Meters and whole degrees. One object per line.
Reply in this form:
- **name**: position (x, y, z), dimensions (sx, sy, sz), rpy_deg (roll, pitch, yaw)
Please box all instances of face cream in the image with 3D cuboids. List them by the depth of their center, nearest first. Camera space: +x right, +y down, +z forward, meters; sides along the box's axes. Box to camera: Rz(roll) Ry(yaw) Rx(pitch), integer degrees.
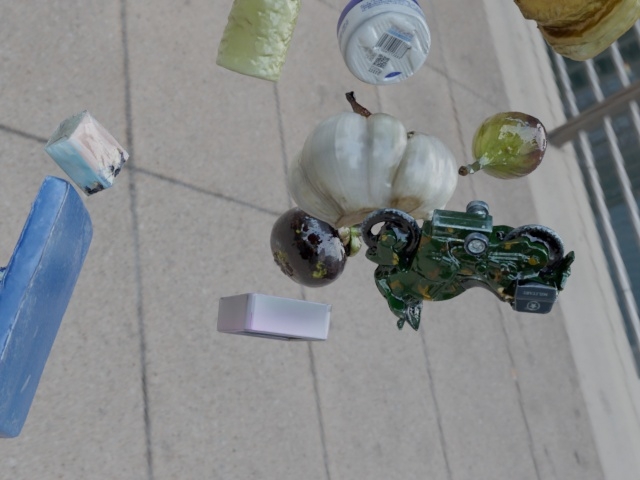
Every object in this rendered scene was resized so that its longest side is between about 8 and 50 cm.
- **face cream**: position (0.143, -0.454, 1.895), dimensions (0.206, 0.206, 0.111), rpy_deg (32, 33, -37)

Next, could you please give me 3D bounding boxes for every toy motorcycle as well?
- **toy motorcycle**: position (0.188, 0.044, 1.113), dimensions (0.125, 0.274, 0.187), rpy_deg (-72, 164, -51)

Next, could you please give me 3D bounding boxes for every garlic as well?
- **garlic**: position (0.076, -0.137, 1.417), dimensions (0.185, 0.281, 0.203), rpy_deg (52, 36, -45)

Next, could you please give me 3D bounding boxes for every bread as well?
- **bread**: position (0.364, -0.376, 1.159), dimensions (0.120, 0.198, 0.236), rpy_deg (11, 55, -31)

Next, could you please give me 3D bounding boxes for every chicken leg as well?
- **chicken leg**: position (0.114, -0.258, 1.975), dimensions (0.048, 0.089, 0.219), rpy_deg (-28, 87, -11)

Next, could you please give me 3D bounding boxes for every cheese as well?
- **cheese**: position (-0.108, -0.370, 1.474), dimensions (0.123, 0.167, 0.094), rpy_deg (19, 8, 5)

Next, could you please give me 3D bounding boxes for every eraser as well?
- **eraser**: position (-0.363, 0.084, 1.057), dimensions (0.144, 0.042, 0.312), rpy_deg (91, 11, -64)

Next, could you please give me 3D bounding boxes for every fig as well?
- **fig**: position (0.366, -0.201, 1.774), dimensions (0.230, 0.160, 0.143), rpy_deg (-1, 84, -32)

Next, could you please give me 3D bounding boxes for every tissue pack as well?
- **tissue pack**: position (-0.321, -0.121, 1.153), dimensions (0.094, 0.058, 0.074), rpy_deg (53, 35, -35)

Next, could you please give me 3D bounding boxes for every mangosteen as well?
- **mangosteen**: position (0.000, 0.000, 1.844), dimensions (0.217, 0.192, 0.192), rpy_deg (-29, 94, -18)

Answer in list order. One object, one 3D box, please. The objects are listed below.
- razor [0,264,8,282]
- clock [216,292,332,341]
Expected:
- **razor**: position (-0.555, 0.061, 1.403), dimensions (0.324, 0.093, 0.056), rpy_deg (-10, 44, -28)
- **clock**: position (-0.081, 0.133, 1.425), dimensions (0.150, 0.197, 0.063), rpy_deg (10, 80, -20)
